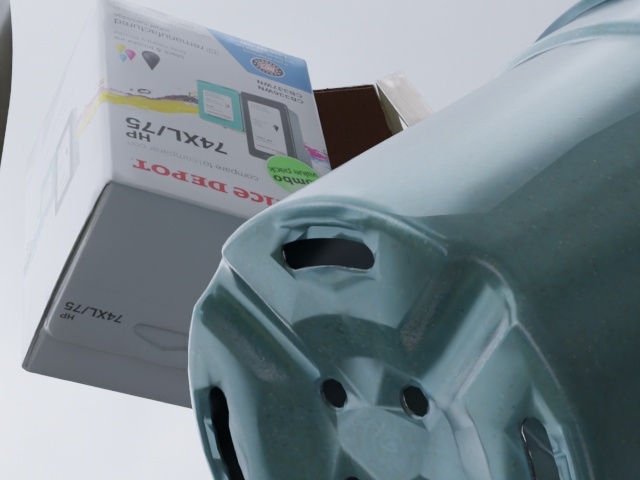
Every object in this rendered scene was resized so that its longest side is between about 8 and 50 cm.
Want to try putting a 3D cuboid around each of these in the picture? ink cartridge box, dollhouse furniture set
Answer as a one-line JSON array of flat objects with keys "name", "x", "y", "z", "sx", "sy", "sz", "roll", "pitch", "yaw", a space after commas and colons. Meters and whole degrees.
[{"name": "ink cartridge box", "x": -0.119, "y": -0.028, "z": 1.261, "sx": 0.198, "sy": 0.270, "sz": 0.197, "roll": 16, "pitch": -56, "yaw": -21}, {"name": "dollhouse furniture set", "x": 0.135, "y": -0.081, "z": 1.360, "sx": 0.123, "sy": 0.144, "sz": 0.151, "roll": -21, "pitch": -60, "yaw": -4}]

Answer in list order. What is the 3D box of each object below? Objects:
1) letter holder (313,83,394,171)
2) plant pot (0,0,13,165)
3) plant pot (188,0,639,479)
[{"name": "letter holder", "x": 0.000, "y": 0.000, "z": 1.706, "sx": 0.152, "sy": 0.302, "sz": 0.214, "roll": -31, "pitch": -12, "yaw": 40}, {"name": "plant pot", "x": -0.191, "y": -0.058, "z": 0.695, "sx": 0.109, "sy": 0.109, "sz": 0.096, "roll": 1, "pitch": -25, "yaw": 3}, {"name": "plant pot", "x": 0.131, "y": 0.050, "z": 0.831, "sx": 0.334, "sy": 0.341, "sz": 0.341, "roll": -24, "pitch": -48, "yaw": -43}]
